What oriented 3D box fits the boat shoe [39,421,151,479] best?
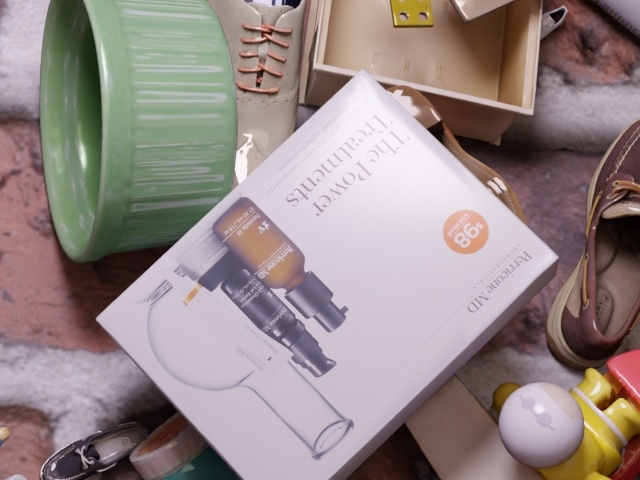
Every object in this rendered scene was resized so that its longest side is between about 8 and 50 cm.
[{"bbox_3d":[-0.239,0.228,1.669,0.125,0.038,0.046,-18,76,-18],"label":"boat shoe"}]

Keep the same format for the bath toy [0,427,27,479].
[{"bbox_3d":[-0.302,0.357,1.567,0.129,0.151,0.348,-31,81,19],"label":"bath toy"}]

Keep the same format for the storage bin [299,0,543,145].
[{"bbox_3d":[0.123,-0.271,1.875,0.262,0.123,0.260,11,70,-8],"label":"storage bin"}]

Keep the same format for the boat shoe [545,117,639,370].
[{"bbox_3d":[0.370,-0.012,1.839,0.123,0.123,0.342,29,68,-2],"label":"boat shoe"}]

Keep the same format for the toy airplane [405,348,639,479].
[{"bbox_3d":[0.203,0.246,1.632,0.386,0.272,0.384,9,57,10],"label":"toy airplane"}]

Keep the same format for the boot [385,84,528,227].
[{"bbox_3d":[0.146,-0.032,1.749,0.109,0.220,0.283,-36,77,-2],"label":"boot"}]

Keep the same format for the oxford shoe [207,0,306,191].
[{"bbox_3d":[-0.085,-0.209,1.784,0.140,0.146,0.397,2,80,-14],"label":"oxford shoe"}]

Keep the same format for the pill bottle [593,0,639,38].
[{"bbox_3d":[0.460,-0.304,1.939,0.283,0.160,0.160,39,68,3],"label":"pill bottle"}]

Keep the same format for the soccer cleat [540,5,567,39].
[{"bbox_3d":[0.276,-0.267,1.953,0.083,0.035,0.029,-33,81,-21],"label":"soccer cleat"}]

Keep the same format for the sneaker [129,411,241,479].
[{"bbox_3d":[-0.058,0.197,1.690,0.302,0.108,0.121,-35,103,-21],"label":"sneaker"}]

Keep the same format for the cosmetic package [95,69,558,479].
[{"bbox_3d":[0.008,0.057,1.578,0.377,0.097,0.284,-44,78,-5],"label":"cosmetic package"}]

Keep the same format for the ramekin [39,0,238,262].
[{"bbox_3d":[-0.197,-0.130,1.669,0.148,0.303,0.303,-3,72,-22],"label":"ramekin"}]

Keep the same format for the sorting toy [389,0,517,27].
[{"bbox_3d":[0.177,-0.321,1.813,0.274,0.046,0.132,-27,79,-20],"label":"sorting toy"}]
